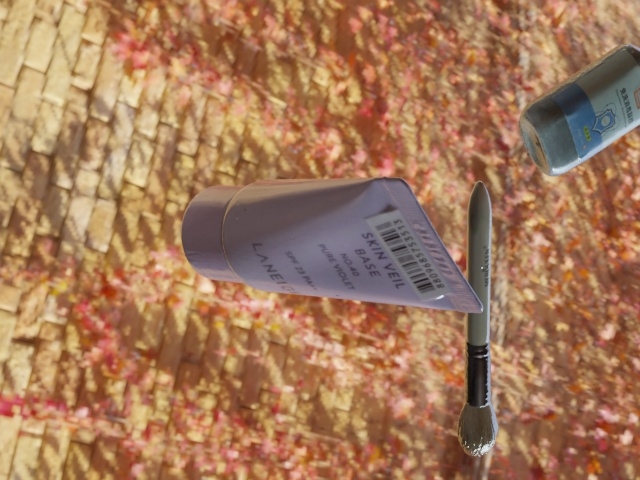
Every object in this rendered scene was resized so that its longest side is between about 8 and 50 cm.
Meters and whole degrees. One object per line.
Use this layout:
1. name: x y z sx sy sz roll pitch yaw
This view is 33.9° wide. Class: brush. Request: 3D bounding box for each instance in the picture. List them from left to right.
1. brush: 0.143 0.078 0.964 0.039 0.042 0.299 7 -60 21

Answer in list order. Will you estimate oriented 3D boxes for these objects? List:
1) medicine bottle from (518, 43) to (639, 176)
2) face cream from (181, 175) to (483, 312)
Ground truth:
1. medicine bottle: 0.304 -0.151 1.085 0.208 0.090 0.054 -33 -146 -8
2. face cream: 0.000 0.000 0.896 0.274 0.154 0.096 3 -134 44
